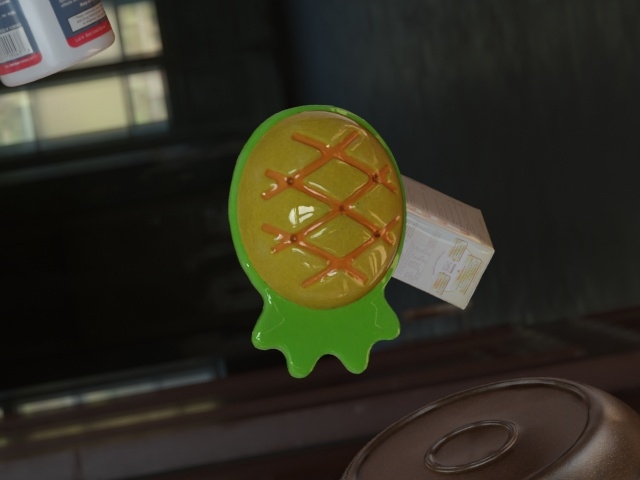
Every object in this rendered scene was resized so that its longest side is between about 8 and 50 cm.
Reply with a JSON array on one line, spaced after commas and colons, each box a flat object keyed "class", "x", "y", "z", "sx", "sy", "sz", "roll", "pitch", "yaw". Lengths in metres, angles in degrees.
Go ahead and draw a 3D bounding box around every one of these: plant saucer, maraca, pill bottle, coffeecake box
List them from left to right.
[{"class": "pill bottle", "x": -0.258, "y": -0.234, "z": 1.610, "sx": 0.108, "sy": 0.108, "sz": 0.180, "roll": -125, "pitch": 13, "yaw": -77}, {"class": "maraca", "x": 0.000, "y": 0.000, "z": 1.278, "sx": 0.099, "sy": 0.127, "sz": 0.186, "roll": 176, "pitch": 91, "yaw": -75}, {"class": "coffeecake box", "x": 0.062, "y": -0.020, "z": 1.771, "sx": 0.142, "sy": 0.185, "sz": 0.068, "roll": -91, "pitch": 27, "yaw": -74}, {"class": "plant saucer", "x": 0.141, "y": 0.201, "z": 1.676, "sx": 0.310, "sy": 0.310, "sz": 0.050, "roll": -119, "pitch": 7, "yaw": -73}]
